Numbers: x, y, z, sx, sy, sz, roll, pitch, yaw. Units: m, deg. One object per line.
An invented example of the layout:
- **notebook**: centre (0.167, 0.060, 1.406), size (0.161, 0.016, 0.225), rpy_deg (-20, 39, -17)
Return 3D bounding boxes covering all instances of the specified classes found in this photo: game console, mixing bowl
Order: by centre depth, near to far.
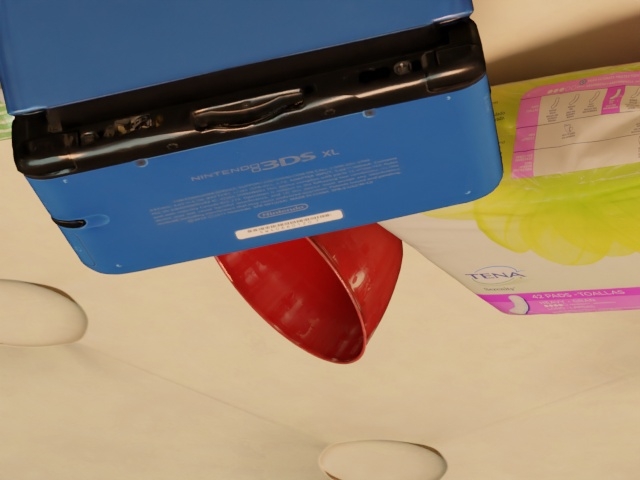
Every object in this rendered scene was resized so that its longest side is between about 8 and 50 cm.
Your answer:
- **game console**: centre (-0.048, -0.125, 1.121), size (0.293, 0.173, 0.250), rpy_deg (-11, 152, 5)
- **mixing bowl**: centre (0.000, 0.000, 1.410), size (0.181, 0.098, 0.181), rpy_deg (38, 155, 22)

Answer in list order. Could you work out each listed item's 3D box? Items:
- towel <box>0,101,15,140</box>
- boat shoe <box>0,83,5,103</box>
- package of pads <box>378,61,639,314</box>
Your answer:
- **towel**: centre (-0.303, -0.137, 1.297), size (0.325, 0.038, 0.248), rpy_deg (-7, 148, 17)
- **boat shoe**: centre (-0.133, -0.078, 1.206), size (0.183, 0.065, 0.083), rpy_deg (7, 136, 2)
- **package of pads**: centre (0.198, -0.031, 1.317), size (0.296, 0.101, 0.229), rpy_deg (-7, 150, 40)
